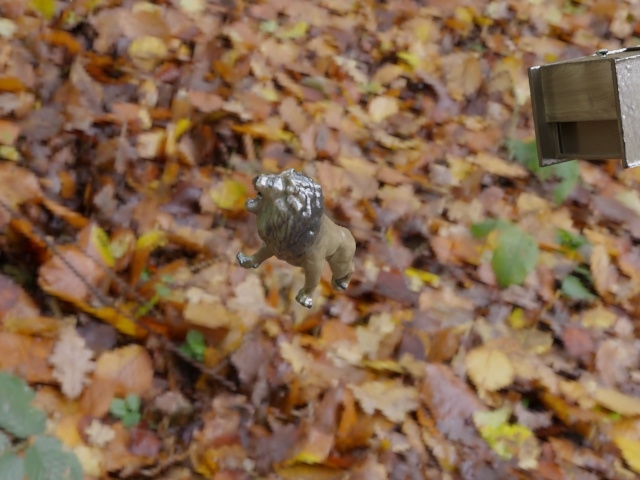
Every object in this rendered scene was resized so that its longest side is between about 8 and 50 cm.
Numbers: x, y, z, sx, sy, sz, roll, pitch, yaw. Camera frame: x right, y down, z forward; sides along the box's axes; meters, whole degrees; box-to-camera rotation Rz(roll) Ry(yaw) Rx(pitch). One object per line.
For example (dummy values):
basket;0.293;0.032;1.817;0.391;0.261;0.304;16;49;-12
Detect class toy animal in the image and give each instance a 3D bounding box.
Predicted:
toy animal;-0.011;0.014;0.907;0.069;0.086;0.220;41;-5;23

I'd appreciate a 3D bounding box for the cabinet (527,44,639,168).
cabinet;0.418;-0.187;1.466;0.215;0.148;0.175;-15;11;-25
